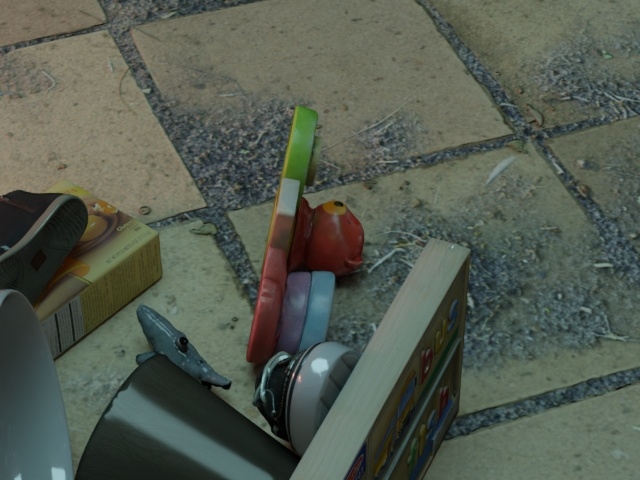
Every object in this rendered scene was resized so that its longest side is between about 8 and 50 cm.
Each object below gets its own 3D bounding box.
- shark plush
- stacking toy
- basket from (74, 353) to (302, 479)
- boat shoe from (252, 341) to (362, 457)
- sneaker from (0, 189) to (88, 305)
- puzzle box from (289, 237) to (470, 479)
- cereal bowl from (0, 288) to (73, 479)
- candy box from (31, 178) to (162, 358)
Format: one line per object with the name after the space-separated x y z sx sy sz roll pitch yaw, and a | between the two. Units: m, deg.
-0.177 0.144 2.087 0.073 0.067 0.161 -23 45 -24 | shark plush
0.000 0.000 2.107 0.130 0.280 0.309 11 40 -3 | stacking toy
-0.131 0.263 1.888 0.226 0.154 0.204 24 73 19 | basket
-0.022 0.182 1.858 0.119 0.335 0.121 27 72 13 | boat shoe
-0.398 0.023 2.103 0.118 0.083 0.222 9 46 39 | sneaker
0.069 0.221 1.841 0.052 0.272 0.409 15 44 18 | puzzle box
-0.372 0.227 1.800 0.141 0.339 0.339 -9 41 2 | cereal bowl
-0.378 0.061 2.170 0.183 0.088 0.316 28 49 29 | candy box
